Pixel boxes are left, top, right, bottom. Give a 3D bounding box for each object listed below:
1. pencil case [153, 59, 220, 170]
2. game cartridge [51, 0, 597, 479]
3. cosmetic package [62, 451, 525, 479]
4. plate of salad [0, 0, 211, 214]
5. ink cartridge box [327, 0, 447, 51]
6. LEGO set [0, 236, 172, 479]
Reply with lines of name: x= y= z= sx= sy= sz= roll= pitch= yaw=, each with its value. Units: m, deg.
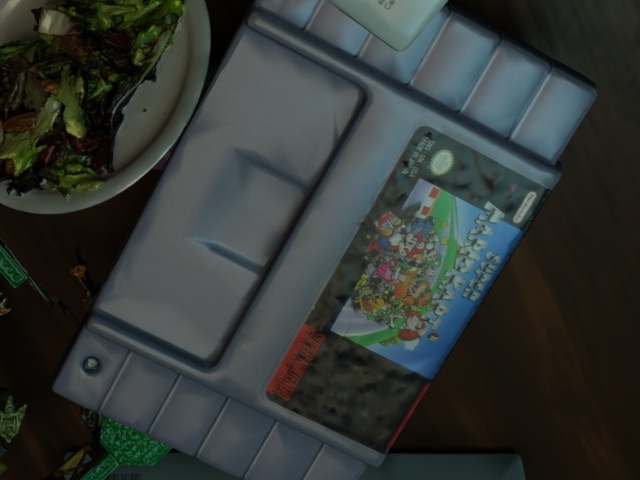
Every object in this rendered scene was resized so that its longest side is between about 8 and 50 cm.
pencil case: x=-0.048 y=-0.079 z=0.960 sx=0.206 sy=0.088 sz=0.086 roll=4 pitch=118 yaw=-1
game cartridge: x=0.000 y=0.000 z=0.913 sx=0.230 sy=0.068 sz=0.355 roll=28 pitch=107 yaw=-6
cosmetic package: x=-0.023 y=0.315 z=1.161 sx=0.377 sy=0.097 sz=0.284 roll=1 pitch=117 yaw=0
plate of salad: x=-0.164 y=-0.115 z=0.898 sx=0.200 sy=0.200 sz=0.048 roll=-26 pitch=155 yaw=13
ink cartridge box: x=-0.006 y=-0.261 z=0.688 sx=0.273 sy=0.114 sz=0.197 roll=34 pitch=115 yaw=-15
LEGO set: x=-0.281 y=0.088 z=1.032 sx=0.331 sy=0.192 sz=0.255 roll=44 pitch=80 yaw=-23
